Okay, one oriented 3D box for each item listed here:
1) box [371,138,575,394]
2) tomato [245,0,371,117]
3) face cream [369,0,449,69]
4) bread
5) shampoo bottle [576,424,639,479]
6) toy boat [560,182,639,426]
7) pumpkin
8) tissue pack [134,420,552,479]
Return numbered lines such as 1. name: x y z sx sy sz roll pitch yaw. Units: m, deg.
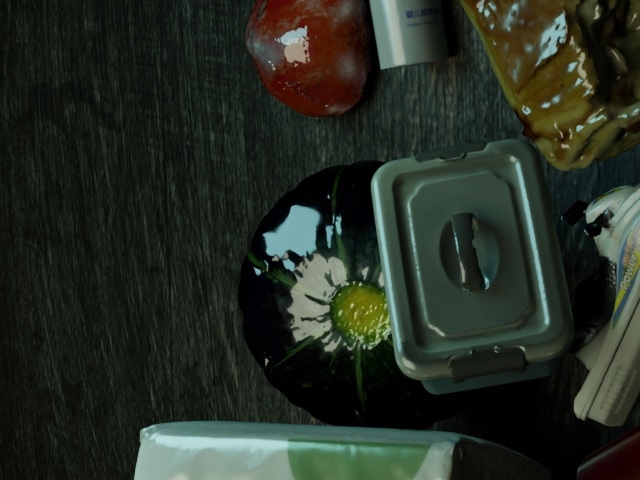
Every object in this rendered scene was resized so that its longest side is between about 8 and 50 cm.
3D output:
1. box: 0.141 0.029 1.673 0.130 0.162 0.227 69 -169 -62
2. tomato: -0.024 -0.232 2.074 0.173 0.099 0.189 -10 90 58
3. face cream: 0.081 -0.309 1.915 0.077 0.077 0.250 -4 98 56
4. bread: 0.250 -0.284 1.578 0.314 0.191 0.370 -44 67 47
5. shampoo bottle: 0.313 0.231 1.740 0.260 0.064 0.102 -44 63 52
6. toy boat: 0.284 0.033 1.656 0.141 0.141 0.269 36 134 46
7. pumpkin: 0.065 0.056 1.911 0.296 0.296 0.296 22 117 52
8. tissue pack: 0.019 0.283 1.790 0.356 0.266 0.194 0 77 29
